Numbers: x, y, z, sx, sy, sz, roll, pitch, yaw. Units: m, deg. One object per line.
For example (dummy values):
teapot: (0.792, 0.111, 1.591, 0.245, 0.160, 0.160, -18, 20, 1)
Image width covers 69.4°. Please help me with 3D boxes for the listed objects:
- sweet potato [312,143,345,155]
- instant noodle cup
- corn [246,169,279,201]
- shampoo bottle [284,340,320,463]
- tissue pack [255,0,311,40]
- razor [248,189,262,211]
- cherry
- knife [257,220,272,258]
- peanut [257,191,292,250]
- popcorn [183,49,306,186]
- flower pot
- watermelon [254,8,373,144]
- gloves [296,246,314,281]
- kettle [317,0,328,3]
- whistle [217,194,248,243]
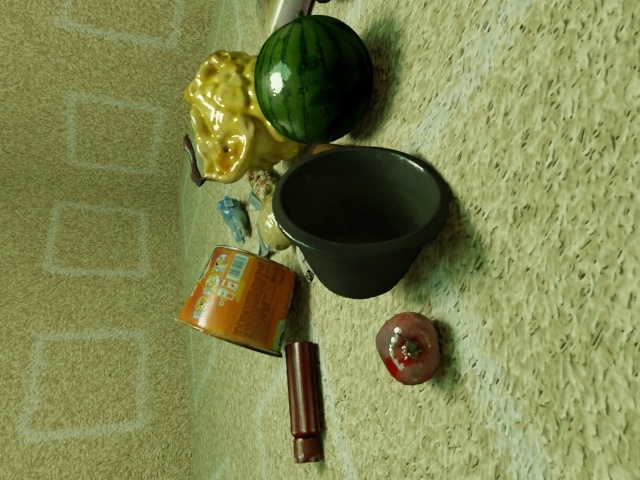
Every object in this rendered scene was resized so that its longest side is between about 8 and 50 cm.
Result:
sweet potato: (0.018, -0.182, 1.039, 0.255, 0.058, 0.078, -172, 66, -70)
instant noodle cup: (-0.194, 0.150, 1.180, 0.296, 0.296, 0.214, -8, 60, 65)
corn: (-0.178, -0.184, 1.437, 0.253, 0.086, 0.086, -128, 47, -58)
shampoo bottle: (-0.041, 0.372, 1.074, 0.102, 0.064, 0.261, 137, 132, -59)
tissue pack: (-0.097, -0.694, 1.285, 0.257, 0.122, 0.215, 115, 146, -41)
razor: (-0.186, -0.112, 1.475, 0.278, 0.056, 0.111, -133, 53, -58)
cherry: (0.133, 0.156, 0.699, 0.126, 0.086, 0.106, -108, 26, -76)
knife: (-0.198, 0.082, 1.478, 0.123, 0.053, 0.278, 61, 141, 43)
peanut: (-0.110, -0.057, 1.232, 0.140, 0.109, 0.159, -43, 53, 18)
popcorn: (-0.206, -0.293, 1.193, 0.382, 0.349, 0.349, -50, 23, -10)
flower pot: (0.062, -0.015, 0.740, 0.269, 0.268, 0.166, -115, 16, -46)
watermelon: (-0.014, -0.312, 0.910, 0.242, 0.242, 0.243, -176, 90, -66)
gloves: (-0.006, 0.000, 1.010, 0.128, 0.110, 0.212, 53, 126, 49)
kettle: (0.018, -0.681, 0.996, 0.207, 0.250, 0.272, -14, 62, 33)
whistle: (-0.328, -0.090, 1.745, 0.269, 0.093, 0.180, -126, 22, -55)
